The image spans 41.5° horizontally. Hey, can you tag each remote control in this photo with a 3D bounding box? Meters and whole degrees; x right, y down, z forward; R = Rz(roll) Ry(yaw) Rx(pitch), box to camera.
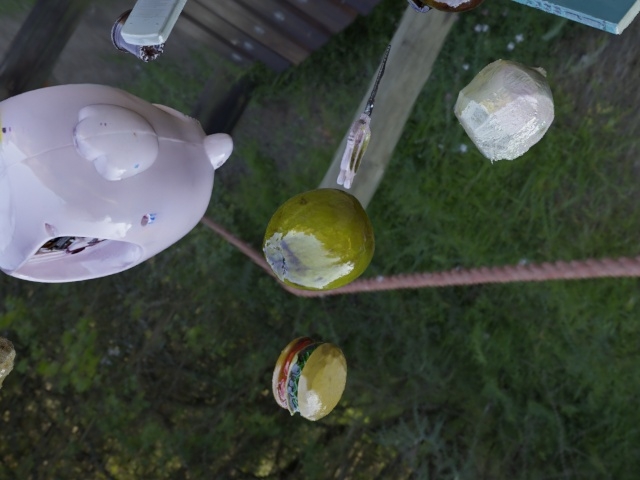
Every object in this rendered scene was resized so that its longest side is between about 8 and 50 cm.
[{"bbox_3d":[-0.285,-0.420,1.503,0.088,0.190,0.029,6,148,20],"label":"remote control"}]

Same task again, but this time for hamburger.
[{"bbox_3d":[-0.020,0.265,1.626,0.115,0.162,0.162,13,165,31],"label":"hamburger"}]

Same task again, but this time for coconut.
[{"bbox_3d":[0.367,-0.264,1.653,0.194,0.194,0.194,29,172,4],"label":"coconut"}]

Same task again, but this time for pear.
[{"bbox_3d":[0.000,0.000,1.223,0.149,0.162,0.148,54,157,35],"label":"pear"}]

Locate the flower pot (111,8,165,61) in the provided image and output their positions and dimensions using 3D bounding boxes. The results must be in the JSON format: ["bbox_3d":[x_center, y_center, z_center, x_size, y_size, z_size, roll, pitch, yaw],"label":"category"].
[{"bbox_3d":[-0.405,-0.459,1.921,0.089,0.111,0.111,40,178,28],"label":"flower pot"}]

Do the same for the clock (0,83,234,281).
[{"bbox_3d":[-0.345,-0.079,1.339,0.377,0.250,0.368,-8,166,-41],"label":"clock"}]

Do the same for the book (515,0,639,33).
[{"bbox_3d":[0.429,-0.506,1.462,0.379,0.264,0.031,35,170,38],"label":"book"}]

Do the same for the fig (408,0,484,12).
[{"bbox_3d":[0.291,-0.617,1.907,0.235,0.235,0.214,23,128,40],"label":"fig"}]

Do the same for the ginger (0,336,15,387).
[{"bbox_3d":[-0.755,0.333,1.711,0.126,0.354,0.190,45,169,-24],"label":"ginger"}]

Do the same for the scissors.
[{"bbox_3d":[0.099,-0.266,1.803,0.024,0.317,0.160,19,-178,13],"label":"scissors"}]
